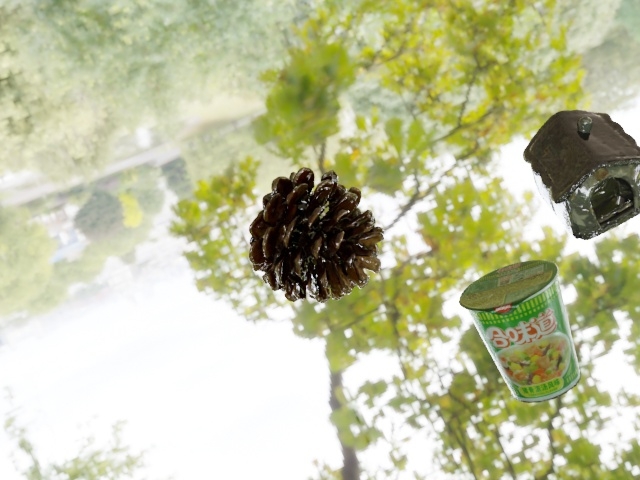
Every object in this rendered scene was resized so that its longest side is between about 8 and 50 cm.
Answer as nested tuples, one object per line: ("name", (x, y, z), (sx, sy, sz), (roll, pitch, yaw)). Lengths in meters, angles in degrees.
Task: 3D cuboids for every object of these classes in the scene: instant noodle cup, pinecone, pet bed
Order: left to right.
("pinecone", (0.000, 0.000, 1.341), (0.208, 0.207, 0.208), (-24, -179, 1))
("instant noodle cup", (0.405, 0.187, 1.834), (0.207, 0.232, 0.207), (-21, -165, 6))
("pet bed", (0.485, -0.134, 1.696), (0.183, 0.159, 0.211), (-26, -146, 7))
